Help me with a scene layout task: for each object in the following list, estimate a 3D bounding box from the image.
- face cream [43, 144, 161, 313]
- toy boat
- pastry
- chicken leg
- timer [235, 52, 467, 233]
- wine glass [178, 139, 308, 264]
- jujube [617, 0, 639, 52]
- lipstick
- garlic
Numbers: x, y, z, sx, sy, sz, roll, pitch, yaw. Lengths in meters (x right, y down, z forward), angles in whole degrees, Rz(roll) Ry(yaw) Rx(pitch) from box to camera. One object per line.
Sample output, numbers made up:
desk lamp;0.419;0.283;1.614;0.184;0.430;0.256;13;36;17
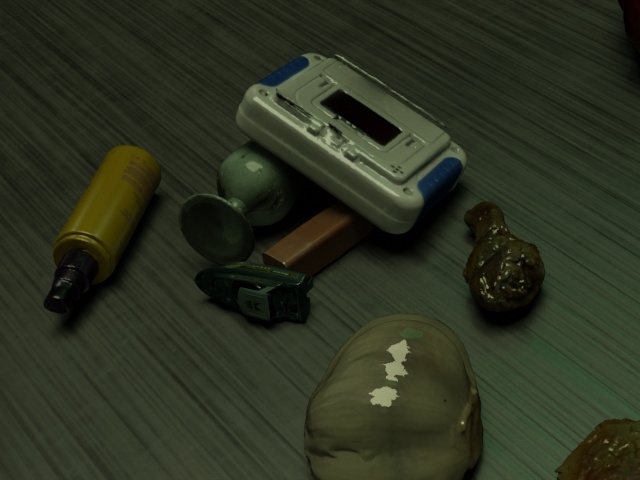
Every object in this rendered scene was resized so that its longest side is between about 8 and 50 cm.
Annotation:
face cream;-0.269;-0.009;1.653;0.078;0.078;0.273;1;39;15
toy boat;-0.080;0.054;1.542;0.141;0.055;0.060;10;35;24
pastry;0.282;0.223;1.213;0.153;0.081;0.153;-5;41;4
chicken leg;0.199;0.014;1.530;0.085;0.069;0.198;-31;28;13
timer;0.042;-0.126;1.636;0.253;0.078;0.178;35;37;11
wine glass;-0.071;-0.074;1.670;0.103;0.103;0.231;11;40;26
jujube;0.477;-0.335;1.808;0.183;0.183;0.243;-6;38;6
lipstick;0.000;0.000;1.603;0.145;0.045;0.045;-35;46;-30
garlic;0.065;0.151;1.316;0.178;0.143;0.229;-1;47;10
